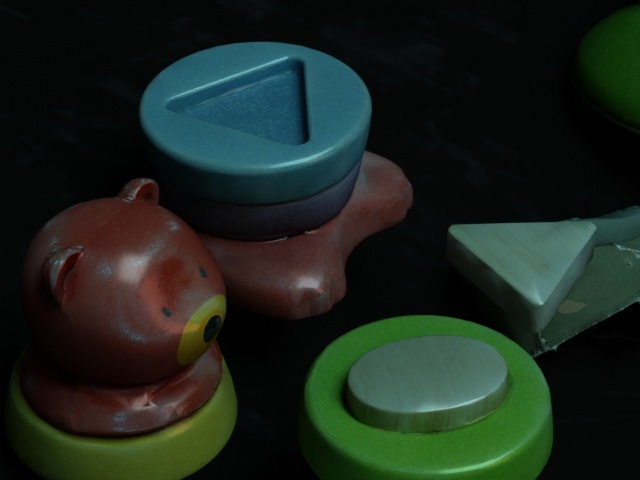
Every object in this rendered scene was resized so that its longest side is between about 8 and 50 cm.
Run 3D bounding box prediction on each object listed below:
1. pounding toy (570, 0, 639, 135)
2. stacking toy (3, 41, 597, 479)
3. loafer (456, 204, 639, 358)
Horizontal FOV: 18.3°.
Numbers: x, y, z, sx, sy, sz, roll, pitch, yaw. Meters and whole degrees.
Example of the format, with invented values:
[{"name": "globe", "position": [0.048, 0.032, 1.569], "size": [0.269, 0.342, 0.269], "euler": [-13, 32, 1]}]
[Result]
[{"name": "pounding toy", "position": [0.289, -0.162, 1.439], "size": [0.183, 0.110, 0.237], "euler": [20, 33, 16]}, {"name": "stacking toy", "position": [0.000, 0.000, 1.048], "size": [0.279, 0.130, 0.309], "euler": [10, 38, 14]}, {"name": "loafer", "position": [0.199, 0.024, 1.290], "size": [0.251, 0.094, 0.087], "euler": [-12, 86, -30]}]
